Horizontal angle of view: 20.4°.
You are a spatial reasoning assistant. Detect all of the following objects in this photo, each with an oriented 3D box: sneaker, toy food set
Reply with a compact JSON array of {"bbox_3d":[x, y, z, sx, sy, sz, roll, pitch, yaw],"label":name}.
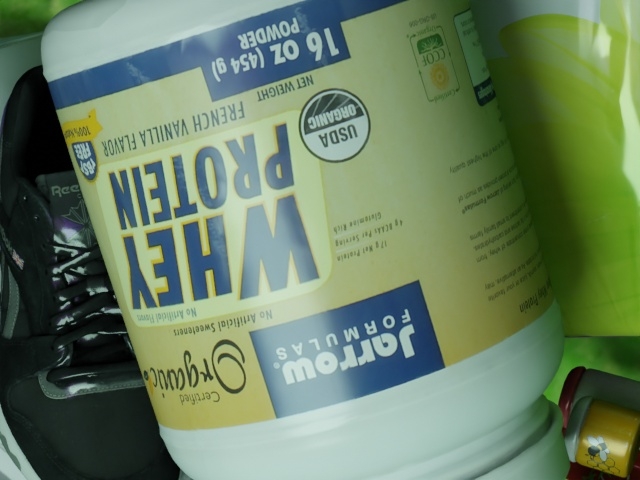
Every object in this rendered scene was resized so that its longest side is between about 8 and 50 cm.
[{"bbox_3d":[-0.147,0.024,1.031,0.124,0.107,0.283,102,154,-54],"label":"sneaker"},{"bbox_3d":[0.144,0.157,1.104,0.104,0.111,0.232,15,140,18],"label":"toy food set"}]

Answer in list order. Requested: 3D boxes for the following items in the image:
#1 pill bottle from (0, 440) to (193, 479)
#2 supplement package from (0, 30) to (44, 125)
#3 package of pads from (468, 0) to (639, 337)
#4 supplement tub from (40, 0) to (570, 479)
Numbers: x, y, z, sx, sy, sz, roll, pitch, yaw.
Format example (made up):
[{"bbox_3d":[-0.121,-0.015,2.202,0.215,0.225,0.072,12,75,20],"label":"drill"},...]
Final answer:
[{"bbox_3d":[-0.065,0.215,1.126,0.361,0.204,0.204,37,114,11],"label":"pill bottle"},{"bbox_3d":[-0.228,-0.044,1.216,0.105,0.105,0.179,-5,102,25],"label":"supplement package"},{"bbox_3d":[0.115,-0.088,1.067,0.229,0.101,0.297,-3,103,23],"label":"package of pads"},{"bbox_3d":[0.000,0.000,0.957,0.228,0.228,0.316,-14,98,25],"label":"supplement tub"}]
